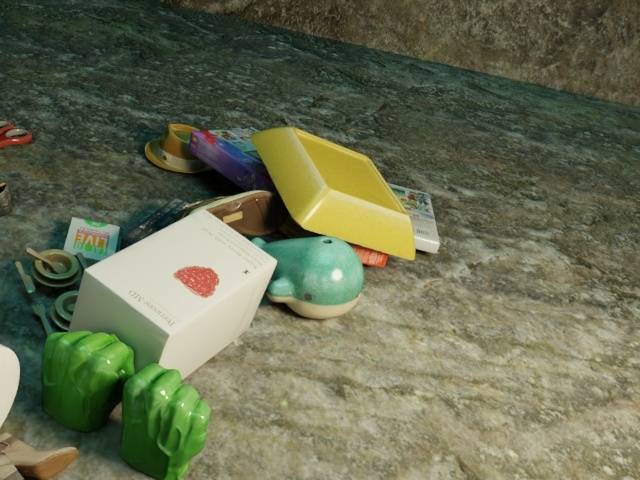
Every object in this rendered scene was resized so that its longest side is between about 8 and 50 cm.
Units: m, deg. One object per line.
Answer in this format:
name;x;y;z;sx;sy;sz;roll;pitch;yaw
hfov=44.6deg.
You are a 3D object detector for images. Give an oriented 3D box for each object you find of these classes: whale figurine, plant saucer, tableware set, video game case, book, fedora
whale figurine;-0.043;0.043;1.533;0.272;0.141;0.216;23;31;19
plant saucer;0.044;-0.121;1.692;0.333;0.081;0.332;16;31;-37
tableware set;-0.442;0.079;1.358;0.128;0.039;0.194;-10;49;-37
video game case;0.119;-0.084;1.906;0.329;0.036;0.300;14;26;-4
book;-0.448;0.009;1.524;0.096;0.035;0.144;10;28;-15
fedora;-0.340;-0.236;1.938;0.194;0.079;0.194;11;29;-6

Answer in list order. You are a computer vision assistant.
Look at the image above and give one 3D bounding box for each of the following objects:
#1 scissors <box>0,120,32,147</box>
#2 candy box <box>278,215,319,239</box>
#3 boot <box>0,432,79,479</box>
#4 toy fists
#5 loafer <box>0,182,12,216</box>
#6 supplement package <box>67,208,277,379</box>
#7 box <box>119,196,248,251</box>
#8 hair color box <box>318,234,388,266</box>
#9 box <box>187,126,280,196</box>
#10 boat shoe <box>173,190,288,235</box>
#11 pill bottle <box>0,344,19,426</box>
scissors;-0.766;-0.208;1.763;0.109;0.021;0.297;20;31;4
candy box;0.000;0.000;1.739;0.105;0.027;0.206;-16;42;-43
boot;-0.401;0.289;1.051;0.087;0.042;0.118;32;33;31
toy fists;-0.281;0.221;1.119;0.279;0.142;0.096;26;31;17
loafer;-0.678;-0.068;1.514;0.062;0.061;0.170;27;32;19
supplement package;-0.240;0.102;1.286;0.177;0.175;0.293;35;34;14
box;-0.269;0.002;1.582;0.183;0.059;0.232;20;29;9
hair color box;0.071;0.011;1.681;0.141;0.043;0.072;11;29;-16
box;-0.145;-0.183;1.845;0.293;0.057;0.201;34;30;33
boat shoe;-0.182;-0.057;1.580;0.095;0.095;0.257;16;17;41
pill bottle;-0.617;0.144;1.011;0.408;0.229;0.229;20;30;10
